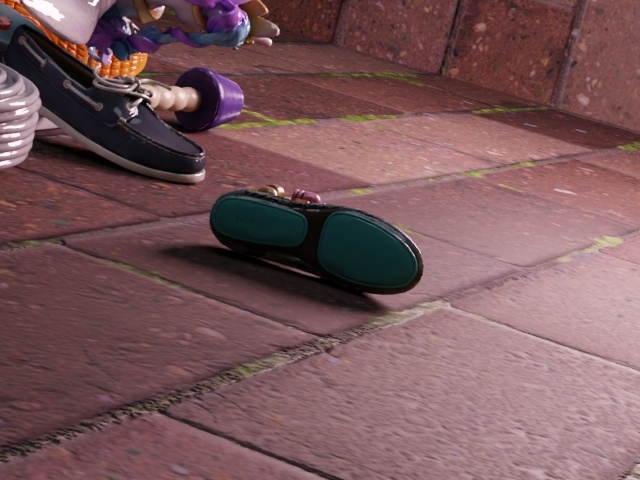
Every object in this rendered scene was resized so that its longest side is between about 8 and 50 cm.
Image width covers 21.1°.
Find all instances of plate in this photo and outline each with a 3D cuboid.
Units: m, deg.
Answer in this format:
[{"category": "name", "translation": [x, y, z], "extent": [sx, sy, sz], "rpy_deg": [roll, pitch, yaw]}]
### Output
[{"category": "plate", "translation": [-0.388, -0.248, 1.894], "extent": [0.188, 0.024, 0.188], "rpy_deg": [26, 14, -7]}]

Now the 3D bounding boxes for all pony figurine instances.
[{"category": "pony figurine", "translation": [-0.250, -0.330, 1.899], "extent": [0.363, 0.302, 0.351], "rpy_deg": [16, -19, 36]}]

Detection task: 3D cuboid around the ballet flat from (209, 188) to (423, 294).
[{"category": "ballet flat", "translation": [0.000, 0.000, 1.451], "extent": [0.188, 0.070, 0.070], "rpy_deg": [20, 12, 11]}]

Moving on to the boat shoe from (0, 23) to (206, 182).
[{"category": "boat shoe", "translation": [-0.218, -0.139, 1.746], "extent": [0.254, 0.079, 0.095], "rpy_deg": [30, 15, 21]}]

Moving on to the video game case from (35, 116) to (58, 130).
[{"category": "video game case", "translation": [-0.429, -0.163, 1.804], "extent": [0.285, 0.025, 0.204], "rpy_deg": [18, 12, 17]}]

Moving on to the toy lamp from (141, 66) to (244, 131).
[{"category": "toy lamp", "translation": [-0.190, -0.166, 1.974], "extent": [0.080, 0.080, 0.275], "rpy_deg": [22, 13, 33]}]

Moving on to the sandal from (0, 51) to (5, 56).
[{"category": "sandal", "translation": [-0.419, -0.253, 2.049], "extent": [0.416, 0.102, 0.169], "rpy_deg": [26, 16, 40]}]

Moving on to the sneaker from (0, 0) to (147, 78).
[{"category": "sneaker", "translation": [-0.360, -0.278, 2.284], "extent": [0.262, 0.099, 0.121], "rpy_deg": [12, 5, -21]}]

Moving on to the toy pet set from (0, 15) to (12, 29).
[{"category": "toy pet set", "translation": [-0.380, -0.176, 1.747], "extent": [0.114, 0.065, 0.122], "rpy_deg": [12, 44, -10]}]

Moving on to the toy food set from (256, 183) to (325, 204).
[{"category": "toy food set", "translation": [-0.023, -0.036, 1.691], "extent": [0.078, 0.019, 0.122], "rpy_deg": [7, 13, -30]}]

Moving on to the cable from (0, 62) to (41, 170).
[{"category": "cable", "translation": [-0.383, -0.129, 1.543], "extent": [0.257, 0.089, 0.257], "rpy_deg": [22, 15, 33]}]
